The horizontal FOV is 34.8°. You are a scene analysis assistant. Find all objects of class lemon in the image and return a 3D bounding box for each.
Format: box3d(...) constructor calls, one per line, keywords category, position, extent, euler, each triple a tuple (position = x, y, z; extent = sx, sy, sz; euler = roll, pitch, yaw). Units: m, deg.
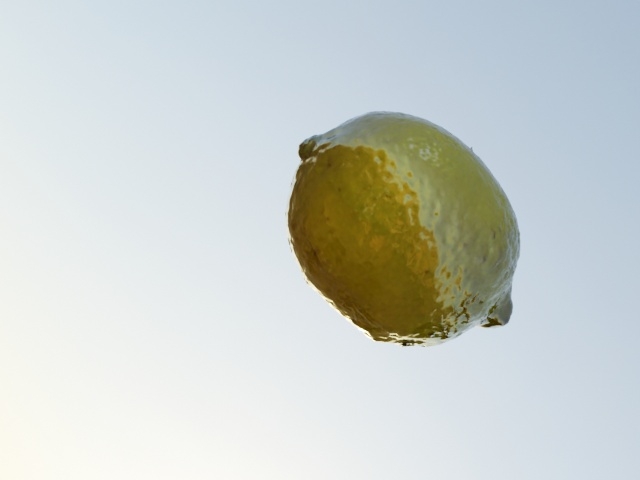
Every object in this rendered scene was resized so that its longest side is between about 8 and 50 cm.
box3d(category="lemon", position=(0.098, -0.008, 1.178), extent=(0.320, 0.245, 0.245), euler=(43, -19, -10))

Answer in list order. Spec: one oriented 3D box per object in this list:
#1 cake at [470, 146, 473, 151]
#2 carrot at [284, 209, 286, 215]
box3d(category="cake", position=(0.173, -0.107, 1.965), extent=(0.112, 0.246, 0.135), euler=(-71, 156, -84))
box3d(category="carrot", position=(0.000, 0.000, 1.877), extent=(0.186, 0.060, 0.060), euler=(54, -21, -2))
